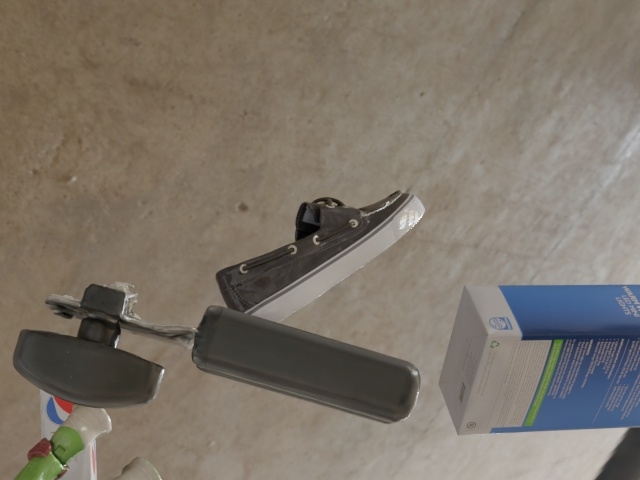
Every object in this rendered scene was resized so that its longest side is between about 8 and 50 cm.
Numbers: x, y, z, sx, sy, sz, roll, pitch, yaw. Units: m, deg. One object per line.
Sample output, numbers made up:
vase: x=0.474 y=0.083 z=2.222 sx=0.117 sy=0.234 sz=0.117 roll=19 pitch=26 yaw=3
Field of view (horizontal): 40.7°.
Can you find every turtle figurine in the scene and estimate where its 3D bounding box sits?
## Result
turtle figurine: x=-0.315 y=0.310 z=0.899 sx=0.266 sy=0.197 sz=0.275 roll=-38 pitch=140 yaw=-39

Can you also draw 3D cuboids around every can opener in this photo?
can opener: x=-0.071 y=0.090 z=0.621 sx=0.074 sy=0.280 sz=0.093 roll=106 pitch=-5 yaw=-78

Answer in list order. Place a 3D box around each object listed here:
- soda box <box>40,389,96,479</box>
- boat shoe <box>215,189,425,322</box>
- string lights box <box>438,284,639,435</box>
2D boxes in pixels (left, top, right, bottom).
soda box: x=-0.359 y=0.274 z=1.230 sx=0.069 sy=0.216 sz=0.074 roll=-3 pitch=167 yaw=-9
boat shoe: x=0.000 y=0.000 z=0.784 sx=0.228 sy=0.076 sz=0.080 roll=-34 pitch=-176 yaw=-27
string lights box: x=0.260 y=0.116 z=0.845 sx=0.259 sy=0.077 sz=0.133 roll=0 pitch=126 yaw=-12
